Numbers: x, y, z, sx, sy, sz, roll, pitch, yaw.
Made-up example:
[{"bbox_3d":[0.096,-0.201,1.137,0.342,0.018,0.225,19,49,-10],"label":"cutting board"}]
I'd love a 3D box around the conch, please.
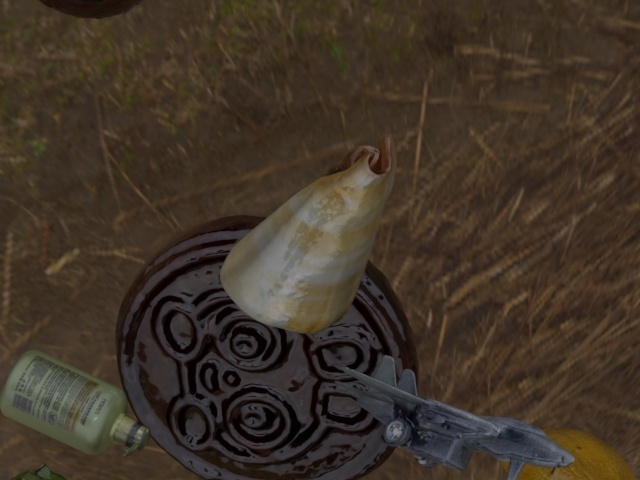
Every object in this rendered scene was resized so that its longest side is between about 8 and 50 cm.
[{"bbox_3d":[0.007,0.010,1.359,0.127,0.255,0.158,51,46,0],"label":"conch"}]

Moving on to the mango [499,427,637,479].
[{"bbox_3d":[0.310,0.304,1.725,0.157,0.109,0.262,-17,30,-12],"label":"mango"}]

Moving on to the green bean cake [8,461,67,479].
[{"bbox_3d":[-0.247,0.283,1.026,0.113,0.214,0.200,36,95,5],"label":"green bean cake"}]

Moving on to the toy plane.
[{"bbox_3d":[0.146,0.206,1.434,0.267,0.212,0.088,22,81,44],"label":"toy plane"}]

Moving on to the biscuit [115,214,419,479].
[{"bbox_3d":[-0.073,0.163,1.777,0.407,0.091,0.407,4,115,10],"label":"biscuit"}]

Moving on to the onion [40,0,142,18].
[{"bbox_3d":[-0.298,-0.422,1.796,0.281,0.281,0.221,5,48,8],"label":"onion"}]

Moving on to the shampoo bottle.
[{"bbox_3d":[-0.257,0.181,1.471,0.162,0.079,0.079,22,80,9],"label":"shampoo bottle"}]
